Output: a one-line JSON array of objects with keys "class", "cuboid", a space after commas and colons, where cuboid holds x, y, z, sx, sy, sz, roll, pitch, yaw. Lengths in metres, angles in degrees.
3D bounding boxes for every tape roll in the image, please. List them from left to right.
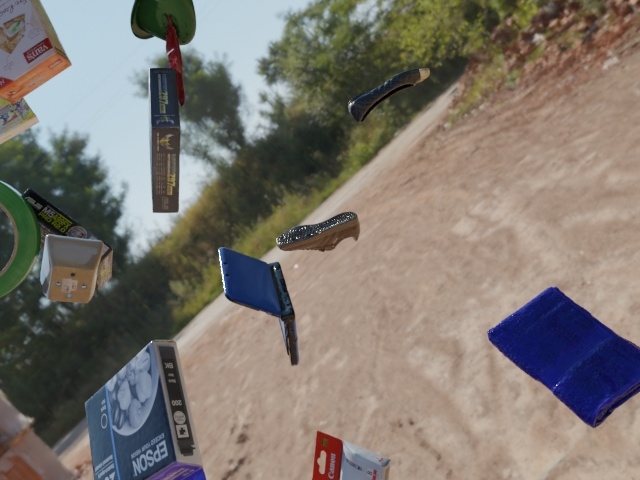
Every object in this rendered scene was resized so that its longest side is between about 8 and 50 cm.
[{"class": "tape roll", "cuboid": [-0.854, -0.003, 1.648, 0.321, 0.321, 0.077, -45, 11, -8]}]

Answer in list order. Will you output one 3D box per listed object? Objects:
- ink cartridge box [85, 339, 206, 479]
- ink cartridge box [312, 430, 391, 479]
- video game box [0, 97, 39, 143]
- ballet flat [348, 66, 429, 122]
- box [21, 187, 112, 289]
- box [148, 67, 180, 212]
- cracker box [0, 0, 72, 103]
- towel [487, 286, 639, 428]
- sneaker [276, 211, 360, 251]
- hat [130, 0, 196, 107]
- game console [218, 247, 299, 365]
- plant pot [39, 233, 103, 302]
[{"class": "ink cartridge box", "cuboid": [-0.223, 0.262, 0.849, 0.045, 0.208, 0.206, 6, -36, -43]}, {"class": "ink cartridge box", "cuboid": [0.053, 0.493, 1.412, 0.045, 0.179, 0.146, -19, -62, -59]}, {"class": "video game box", "cuboid": [-0.913, -0.354, 1.866, 0.205, 0.187, 0.048, -34, -10, -14]}, {"class": "ballet flat", "cuboid": [0.135, -0.283, 1.313, 0.173, 0.049, 0.057, -28, -8, 5]}, {"class": "box", "cuboid": [-0.687, 0.002, 1.831, 0.060, 0.270, 0.216, -54, 0, -28]}, {"class": "box", "cuboid": [-0.314, -0.197, 1.364, 0.233, 0.059, 0.183, 104, 160, -48]}, {"class": "cracker box", "cuboid": [-0.636, -0.424, 1.407, 0.155, 0.232, 0.067, -31, -13, 6]}, {"class": "towel", "cuboid": [0.547, 0.235, 1.475, 0.227, 0.308, 0.076, -28, -45, -22]}, {"class": "sneaker", "cuboid": [0.000, 0.000, 1.487, 0.188, 0.071, 0.066, -18, 32, -6]}, {"class": "hat", "cuboid": [-0.271, -0.433, 1.404, 0.173, 0.183, 0.208, -40, -14, -48]}, {"class": "game console", "cuboid": [-0.169, 0.175, 1.847, 0.173, 0.250, 0.293, -8, 28, -8]}, {"class": "plant pot", "cuboid": [-0.479, 0.063, 1.308, 0.096, 0.109, 0.109, -125, 48, -57]}]
